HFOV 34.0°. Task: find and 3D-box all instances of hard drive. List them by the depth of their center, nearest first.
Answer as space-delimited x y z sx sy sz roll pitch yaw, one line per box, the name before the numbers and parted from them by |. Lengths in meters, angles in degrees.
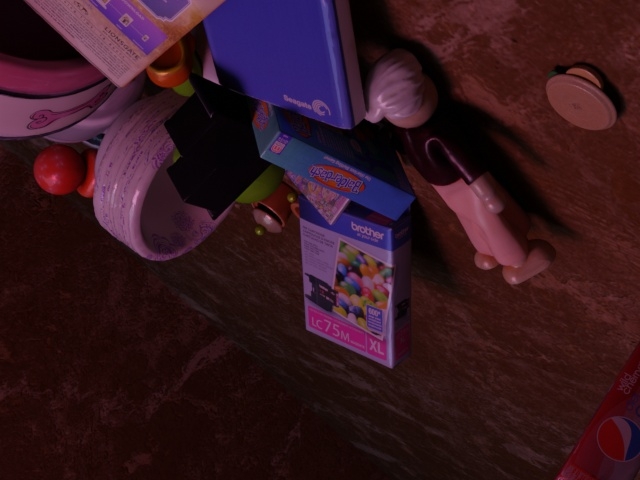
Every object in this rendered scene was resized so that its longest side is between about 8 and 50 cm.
hard drive | -0.061 -0.284 1.151 0.210 0.040 0.319 23 143 32

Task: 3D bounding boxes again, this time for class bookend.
bookend | -0.149 -0.115 1.341 0.156 0.157 0.072 16 -144 -53

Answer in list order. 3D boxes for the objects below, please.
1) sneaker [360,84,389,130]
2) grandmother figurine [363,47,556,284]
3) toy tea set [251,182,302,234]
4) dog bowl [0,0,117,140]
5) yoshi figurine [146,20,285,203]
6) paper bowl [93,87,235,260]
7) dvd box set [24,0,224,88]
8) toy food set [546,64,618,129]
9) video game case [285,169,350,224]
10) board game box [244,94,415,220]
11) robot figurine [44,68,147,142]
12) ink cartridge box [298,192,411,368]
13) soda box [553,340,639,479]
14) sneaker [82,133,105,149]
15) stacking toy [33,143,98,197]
sneaker | 0.049 -0.179 1.368 0.109 0.044 0.040 28 163 32
grandmother figurine | 0.158 -0.096 1.291 0.208 0.104 0.342 18 153 52
toy tea set | 0.000 0.000 1.800 0.200 0.124 0.336 47 160 -31
dog bowl | -0.373 -0.332 1.235 0.408 0.408 0.150 43 147 -20
yoshi figurine | -0.118 -0.173 1.469 0.203 0.203 0.362 24 163 17
paper bowl | -0.250 -0.120 1.697 0.148 0.284 0.284 32 163 24
dvd box set | -0.187 -0.358 1.018 0.307 0.062 0.420 43 136 -19
toy food set | 0.266 -0.144 1.070 0.083 0.020 0.082 43 162 -22
video game case | 0.002 -0.096 1.581 0.122 0.011 0.087 49 124 21
board game box | 0.010 -0.124 1.333 0.210 0.047 0.160 24 -151 -28
robot figurine | -0.411 -0.271 1.754 0.300 0.200 0.353 56 159 -12
ink cartridge box | 0.054 0.035 1.645 0.186 0.065 0.311 21 126 34
soda box | 0.409 0.241 1.395 0.083 0.263 0.092 33 163 16
sneaker | -0.465 -0.276 1.978 0.321 0.126 0.127 32 168 20
stacking toy | -0.364 -0.115 1.913 0.330 0.141 0.141 3 -175 -36
